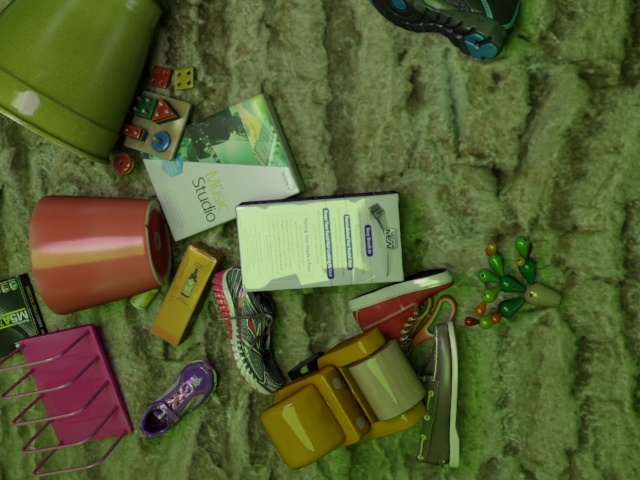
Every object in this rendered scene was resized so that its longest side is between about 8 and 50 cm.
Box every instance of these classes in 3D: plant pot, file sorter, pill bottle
[{"bbox_3d":[-0.520,-0.404,1.716,0.366,0.366,0.353,33,92,8],"label":"plant pot"},{"bbox_3d":[-0.605,0.376,1.888,0.202,0.182,0.290,-13,104,15],"label":"file sorter"},{"bbox_3d":[-0.472,0.019,1.798,0.243,0.275,0.274,-7,96,4],"label":"plant pot"},{"bbox_3d":[-0.405,0.119,1.894,0.043,0.043,0.083,41,105,5],"label":"pill bottle"}]

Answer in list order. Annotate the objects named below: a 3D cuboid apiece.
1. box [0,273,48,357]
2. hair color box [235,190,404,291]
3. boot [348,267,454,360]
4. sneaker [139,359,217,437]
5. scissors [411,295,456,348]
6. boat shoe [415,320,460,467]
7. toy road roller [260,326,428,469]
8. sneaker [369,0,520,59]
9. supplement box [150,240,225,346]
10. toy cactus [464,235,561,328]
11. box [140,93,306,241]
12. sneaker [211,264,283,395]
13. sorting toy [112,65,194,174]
[{"bbox_3d":[-0.781,0.192,2.000,0.191,0.045,0.184,-16,93,16],"label":"box"},{"bbox_3d":[0.000,0.000,1.708,0.339,0.110,0.185,-4,97,3],"label":"hair color box"},{"bbox_3d":[0.195,0.167,1.711,0.244,0.088,0.176,-24,88,30],"label":"boot"},{"bbox_3d":[-0.336,0.377,1.884,0.095,0.104,0.236,46,105,6],"label":"sneaker"},{"bbox_3d":[0.192,0.238,1.773,0.109,0.021,0.297,29,103,9],"label":"scissors"},{"bbox_3d":[0.248,0.328,1.726,0.097,0.116,0.324,0,104,11],"label":"boat shoe"},{"bbox_3d":[0.031,0.345,1.681,0.329,0.241,0.202,-31,90,43],"label":"toy road roller"},{"bbox_3d":[0.233,-0.488,1.625,0.341,0.125,0.139,30,77,11],"label":"sneaker"},{"bbox_3d":[-0.301,0.121,1.852,0.078,0.080,0.233,29,106,8],"label":"supplement box"},{"bbox_3d":[0.402,0.098,1.673,0.181,0.112,0.219,18,100,-8],"label":"toy cactus"},{"bbox_3d":[-0.220,-0.158,1.800,0.322,0.058,0.232,-21,92,15],"label":"box"},{"bbox_3d":[-0.145,0.199,1.802,0.112,0.121,0.299,-19,92,13],"label":"sneaker"},{"bbox_3d":[-0.363,-0.266,1.785,0.132,0.046,0.274,19,88,23],"label":"sorting toy"}]
